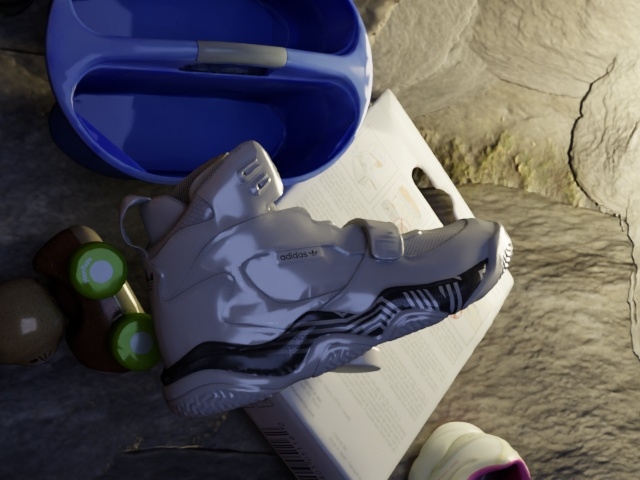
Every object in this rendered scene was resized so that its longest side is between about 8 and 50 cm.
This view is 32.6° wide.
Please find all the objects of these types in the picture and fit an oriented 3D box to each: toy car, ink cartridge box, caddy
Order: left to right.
[{"bbox_3d":[-0.261,0.087,1.017,0.188,0.155,0.148,-31,104,-17],"label":"toy car"},{"bbox_3d":[-0.112,-0.172,1.082,0.342,0.179,0.241,-1,89,-30],"label":"caddy"},{"bbox_3d":[0.039,0.056,1.241,0.308,0.091,0.385,55,50,-17],"label":"ink cartridge box"}]

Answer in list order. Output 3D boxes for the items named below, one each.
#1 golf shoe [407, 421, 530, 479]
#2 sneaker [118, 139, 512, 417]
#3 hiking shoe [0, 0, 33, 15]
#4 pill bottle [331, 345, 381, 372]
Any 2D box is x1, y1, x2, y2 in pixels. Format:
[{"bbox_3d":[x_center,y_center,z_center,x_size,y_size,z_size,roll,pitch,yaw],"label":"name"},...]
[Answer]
[{"bbox_3d":[0.137,0.356,1.243,0.115,0.140,0.306,30,77,-28],"label":"golf shoe"},{"bbox_3d":[0.000,0.000,0.992,0.366,0.137,0.210,-22,94,-22],"label":"sneaker"},{"bbox_3d":[-0.355,-0.264,0.979,0.227,0.114,0.086,5,86,-30],"label":"hiking shoe"},{"bbox_3d":[0.030,0.064,1.118,0.078,0.078,0.137,10,73,-29],"label":"pill bottle"}]
